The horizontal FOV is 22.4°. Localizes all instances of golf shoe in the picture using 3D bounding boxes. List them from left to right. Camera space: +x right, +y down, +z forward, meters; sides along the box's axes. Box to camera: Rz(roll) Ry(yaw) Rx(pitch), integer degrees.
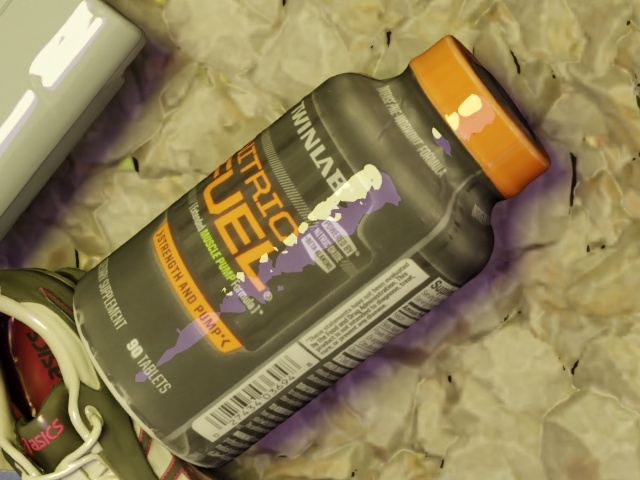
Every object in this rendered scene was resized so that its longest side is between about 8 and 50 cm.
[{"bbox_3d":[-0.117,0.135,0.863,0.105,0.120,0.273,-37,74,9],"label":"golf shoe"}]

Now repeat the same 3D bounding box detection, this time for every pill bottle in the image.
[{"bbox_3d":[0.000,0.000,0.848,0.245,0.130,0.130,-38,88,12],"label":"pill bottle"}]

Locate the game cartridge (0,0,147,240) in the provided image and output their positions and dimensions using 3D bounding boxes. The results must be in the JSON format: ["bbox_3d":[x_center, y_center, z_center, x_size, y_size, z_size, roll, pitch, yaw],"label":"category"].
[{"bbox_3d":[-0.261,-0.122,0.891,0.297,0.062,0.198,39,89,16],"label":"game cartridge"}]

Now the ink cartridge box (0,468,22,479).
[{"bbox_3d":[-0.223,0.290,0.954,0.303,0.072,0.307,3,98,11],"label":"ink cartridge box"}]
